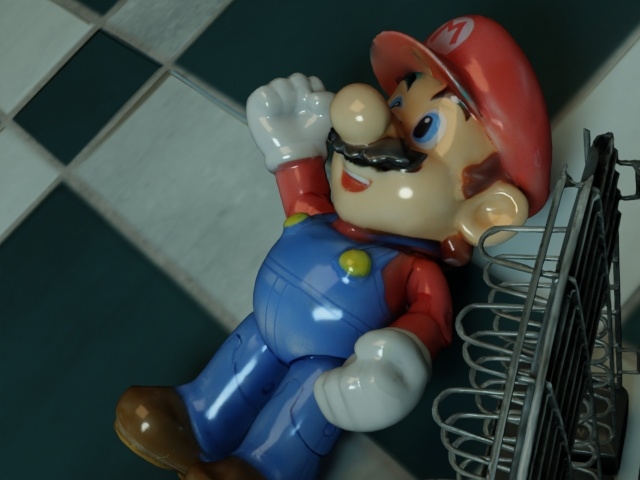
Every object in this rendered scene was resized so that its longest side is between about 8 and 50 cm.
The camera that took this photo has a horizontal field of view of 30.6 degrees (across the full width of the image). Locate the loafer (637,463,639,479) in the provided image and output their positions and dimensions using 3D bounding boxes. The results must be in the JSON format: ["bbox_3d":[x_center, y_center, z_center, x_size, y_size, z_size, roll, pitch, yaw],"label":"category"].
[{"bbox_3d":[0.170,0.126,0.515,0.080,0.078,0.220,20,50,24],"label":"loafer"}]

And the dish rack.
[{"bbox_3d":[0.082,0.095,0.473,0.074,0.271,0.208,7,60,19],"label":"dish rack"}]

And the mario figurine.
[{"bbox_3d":[0.000,0.000,0.660,0.198,0.170,0.320,34,86,11],"label":"mario figurine"}]
